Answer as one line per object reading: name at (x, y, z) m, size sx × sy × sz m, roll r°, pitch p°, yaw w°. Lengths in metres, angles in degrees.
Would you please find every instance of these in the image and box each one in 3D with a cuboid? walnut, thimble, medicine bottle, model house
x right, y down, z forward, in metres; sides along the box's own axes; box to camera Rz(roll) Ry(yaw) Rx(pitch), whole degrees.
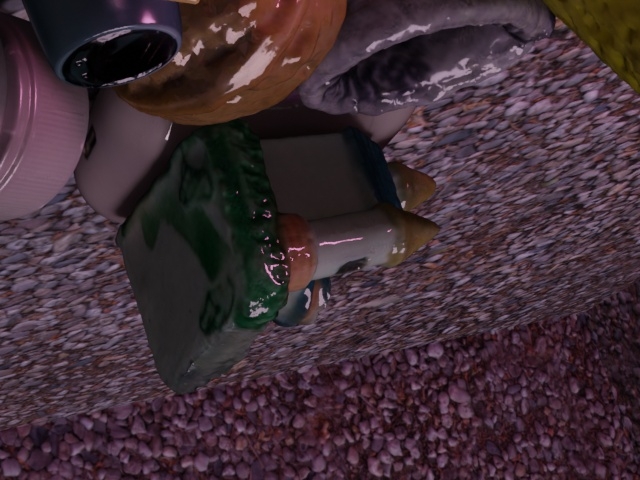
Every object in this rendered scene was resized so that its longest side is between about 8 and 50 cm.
walnut at (-0.088, -0.194, 1.152) m, size 0.245 × 0.198 × 0.198 m, roll -26°, pitch 162°, yaw 27°
thimble at (0.079, -0.226, 1.286) m, size 0.246 × 0.157 × 0.217 m, roll -14°, pitch 166°, yaw -11°
medicine bottle at (-0.355, -0.118, 1.075) m, size 0.208 × 0.208 × 0.340 m, roll -26°, pitch 162°, yaw 26°
model house at (0.000, 0.000, 1.399) m, size 0.325 × 0.194 × 0.267 m, roll -11°, pitch 161°, yaw -31°

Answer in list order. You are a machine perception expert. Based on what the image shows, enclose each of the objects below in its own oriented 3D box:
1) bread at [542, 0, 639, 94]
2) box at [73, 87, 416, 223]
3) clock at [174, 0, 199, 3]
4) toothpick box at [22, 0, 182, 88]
bread at (0.330, -0.267, 1.095) m, size 0.348 × 0.307 × 0.348 m, roll -27°, pitch 153°, yaw -15°
box at (-0.078, -0.125, 1.476) m, size 0.349 × 0.141 × 0.288 m, roll -10°, pitch 160°, yaw -25°
clock at (-0.206, -0.267, 0.811) m, size 0.317 × 0.200 × 0.244 m, roll -3°, pitch 157°, yaw -19°
toothpick box at (-0.168, -0.208, 1.020) m, size 0.120 × 0.184 × 0.120 m, roll -17°, pitch 164°, yaw -5°
